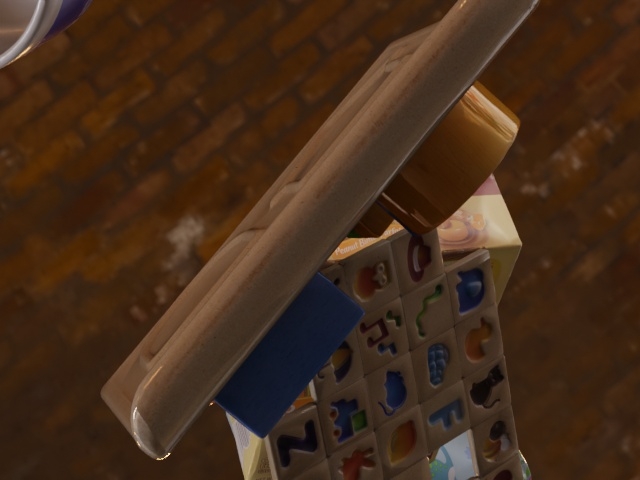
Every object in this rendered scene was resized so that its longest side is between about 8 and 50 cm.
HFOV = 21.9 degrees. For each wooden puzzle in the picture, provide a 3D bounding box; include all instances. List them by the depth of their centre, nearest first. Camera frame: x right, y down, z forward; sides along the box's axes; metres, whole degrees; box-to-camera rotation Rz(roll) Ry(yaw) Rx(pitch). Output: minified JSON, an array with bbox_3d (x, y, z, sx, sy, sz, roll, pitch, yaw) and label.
[{"bbox_3d":[0.000,0.000,1.004,0.322,0.080,0.348,-50,5,-7],"label":"wooden puzzle"}]

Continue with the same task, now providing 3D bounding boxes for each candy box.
[{"bbox_3d":[0.036,0.081,1.399,0.183,0.087,0.316,-5,-38,-17],"label":"candy box"}]

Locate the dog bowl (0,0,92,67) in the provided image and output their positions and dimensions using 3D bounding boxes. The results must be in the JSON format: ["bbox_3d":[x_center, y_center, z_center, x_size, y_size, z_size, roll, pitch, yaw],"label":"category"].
[{"bbox_3d":[-0.333,-0.293,1.536,0.104,0.265,0.265,-43,-20,-53],"label":"dog bowl"}]

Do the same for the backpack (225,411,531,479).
[{"bbox_3d":[0.056,0.216,1.761,0.290,0.355,0.273,-16,-36,-41],"label":"backpack"}]

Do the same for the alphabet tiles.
[{"bbox_3d":[0.048,0.113,1.068,0.198,0.009,0.237,-26,-63,-32],"label":"alphabet tiles"}]
